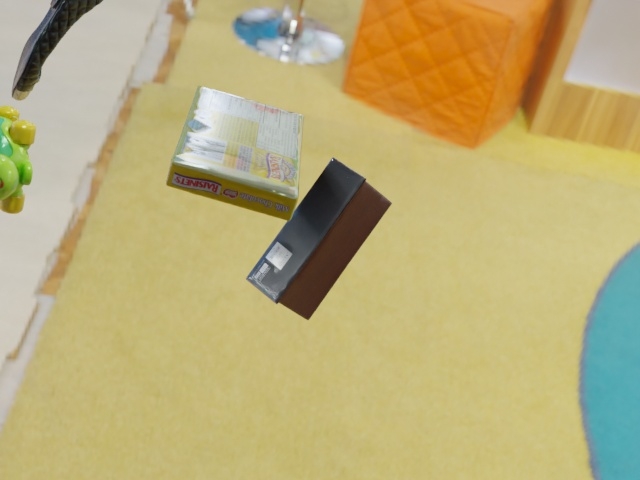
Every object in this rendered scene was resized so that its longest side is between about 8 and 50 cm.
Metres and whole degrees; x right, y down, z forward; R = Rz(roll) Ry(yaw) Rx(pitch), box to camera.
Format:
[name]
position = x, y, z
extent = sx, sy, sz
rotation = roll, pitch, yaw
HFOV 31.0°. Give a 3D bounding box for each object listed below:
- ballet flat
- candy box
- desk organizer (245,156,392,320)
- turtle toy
[ballet flat]
position = -0.304, -0.226, 1.319
extent = 0.049, 0.173, 0.057
rotation = 25, 26, -29
[candy box]
position = -0.069, -0.080, 0.995
extent = 0.105, 0.027, 0.206
rotation = 18, 23, -7
[desk organizer]
position = 0.000, 0.000, 0.999
extent = 0.047, 0.130, 0.050
rotation = 36, 0, 42
[turtle toy]
position = -0.313, -0.074, 1.104
extent = 0.066, 0.095, 0.130
rotation = 2, 20, -34
